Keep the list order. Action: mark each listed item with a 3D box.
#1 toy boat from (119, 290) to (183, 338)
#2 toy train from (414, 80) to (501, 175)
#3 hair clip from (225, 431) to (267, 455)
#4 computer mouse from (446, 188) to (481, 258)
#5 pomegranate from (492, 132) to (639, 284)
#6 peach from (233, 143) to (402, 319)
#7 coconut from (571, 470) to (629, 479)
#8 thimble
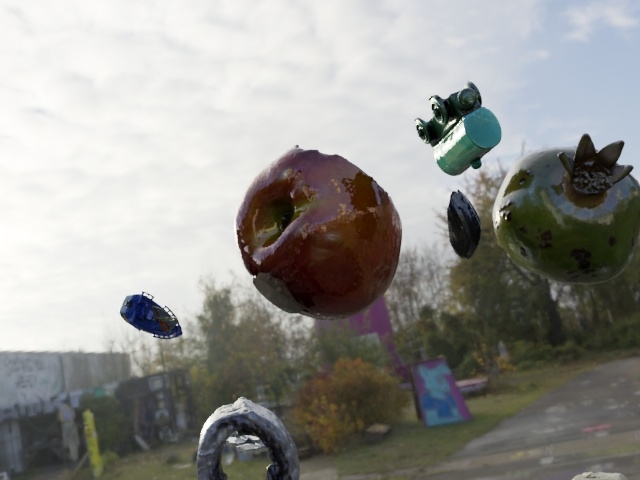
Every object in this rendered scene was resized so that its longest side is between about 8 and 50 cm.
[{"bbox_3d":[-0.377,0.187,1.659,0.110,0.091,0.175,-2,-31,37],"label":"toy boat"},{"bbox_3d":[0.271,-0.209,1.380,0.101,0.159,0.248,-28,-6,-9],"label":"toy train"},{"bbox_3d":[-0.176,0.528,1.870,0.140,0.054,0.220,6,-5,-30],"label":"hair clip"},{"bbox_3d":[0.274,-0.032,1.325,0.047,0.135,0.079,-10,2,35],"label":"computer mouse"},{"bbox_3d":[0.482,-0.049,1.333,0.291,0.290,0.323,-12,-1,0],"label":"pomegranate"},{"bbox_3d":[-0.012,0.006,1.517,0.335,0.310,0.406,13,-27,31],"label":"peach"},{"bbox_3d":[0.566,0.591,1.393,0.259,0.259,0.259,-12,-10,-2],"label":"coconut"},{"bbox_3d":[-0.155,0.469,1.501,0.217,0.245,0.157,-17,-1,-10],"label":"thimble"}]
